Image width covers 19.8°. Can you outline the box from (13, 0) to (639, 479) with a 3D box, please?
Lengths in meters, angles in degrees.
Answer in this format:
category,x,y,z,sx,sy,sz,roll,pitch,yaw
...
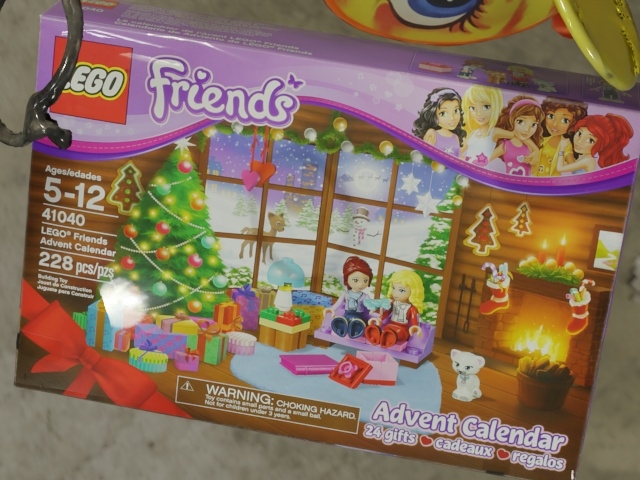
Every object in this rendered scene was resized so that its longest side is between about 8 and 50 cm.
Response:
category,x,y,z,sx,sy,sz,roll,pitch,yaw
box,0.000,0.000,0.914,0.293,0.057,0.201,9,111,5

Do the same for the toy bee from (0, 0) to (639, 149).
category,x,y,z,sx,sy,sz,roll,pitch,yaw
toy bee,0.042,-0.123,0.523,0.162,0.298,0.195,11,76,-33
